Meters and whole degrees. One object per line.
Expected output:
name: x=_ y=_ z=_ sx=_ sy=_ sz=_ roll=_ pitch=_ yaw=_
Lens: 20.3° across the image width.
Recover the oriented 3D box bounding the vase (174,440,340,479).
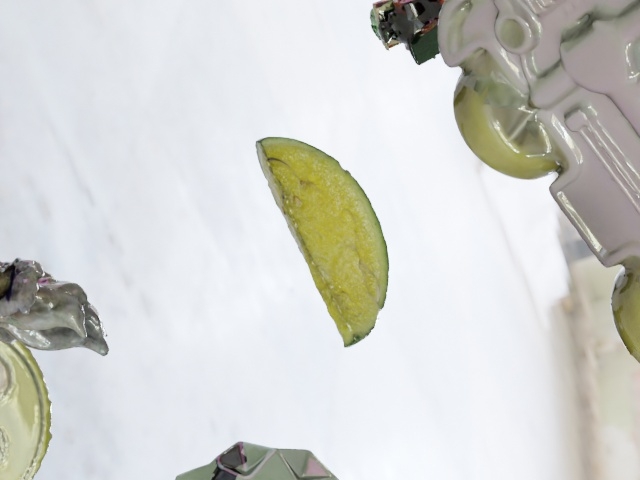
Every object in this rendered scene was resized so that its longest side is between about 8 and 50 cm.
vase: x=-0.053 y=0.234 z=1.403 sx=0.360 sy=0.165 sz=0.165 roll=133 pitch=-60 yaw=-84

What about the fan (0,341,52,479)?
fan: x=-0.354 y=0.118 z=1.577 sx=0.011 sy=0.229 sz=0.335 roll=-112 pitch=-161 yaw=-86

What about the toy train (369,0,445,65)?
toy train: x=0.148 y=-0.203 z=1.371 sx=0.085 sy=0.250 sz=0.053 roll=30 pitch=-39 yaw=61

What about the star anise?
star anise: x=-0.250 y=0.037 z=1.350 sx=0.180 sy=0.204 sz=0.061 roll=136 pitch=-27 yaw=-68

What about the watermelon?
watermelon: x=-0.004 y=0.003 z=1.456 sx=0.092 sy=0.075 sz=0.181 roll=-19 pitch=79 yaw=-47

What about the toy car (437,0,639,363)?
toy car: x=0.260 y=-0.083 z=1.069 sx=0.336 sy=0.242 sz=0.226 roll=51 pitch=51 yaw=2
